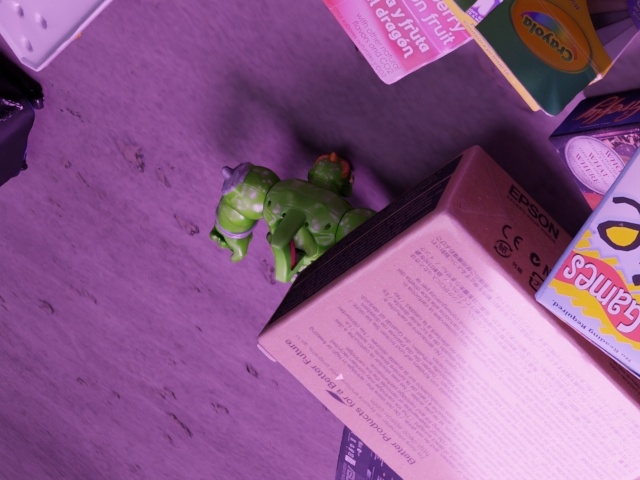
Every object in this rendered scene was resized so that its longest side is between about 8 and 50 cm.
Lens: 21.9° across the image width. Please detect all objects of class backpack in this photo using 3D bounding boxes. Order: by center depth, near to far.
[{"bbox_3d":[-0.346,-0.122,1.473,0.173,0.117,0.158,44,151,5],"label":"backpack"}]

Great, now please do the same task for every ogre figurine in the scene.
[{"bbox_3d":[0.000,0.000,1.218,0.197,0.097,0.118,42,165,27],"label":"ogre figurine"}]

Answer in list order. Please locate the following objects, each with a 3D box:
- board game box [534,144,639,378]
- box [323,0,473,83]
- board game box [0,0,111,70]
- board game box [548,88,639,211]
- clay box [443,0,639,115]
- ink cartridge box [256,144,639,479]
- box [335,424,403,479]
[{"bbox_3d":[0.237,-0.048,0.746,0.142,0.144,0.275,38,139,10],"label":"board game box"},{"bbox_3d":[0.023,-0.226,0.819,0.123,0.128,0.257,-26,109,36],"label":"box"},{"bbox_3d":[-0.216,-0.334,1.041,0.390,0.050,0.390,56,150,-5],"label":"board game box"},{"bbox_3d":[0.258,0.015,0.963,0.165,0.042,0.243,-7,124,54],"label":"board game box"},{"bbox_3d":[0.110,-0.157,0.734,0.127,0.222,0.053,49,149,-9],"label":"clay box"},{"bbox_3d":[0.108,0.080,1.108,0.235,0.088,0.193,44,130,-13],"label":"ink cartridge box"},{"bbox_3d":[0.108,0.173,1.340,0.183,0.059,0.232,31,149,17],"label":"box"}]
